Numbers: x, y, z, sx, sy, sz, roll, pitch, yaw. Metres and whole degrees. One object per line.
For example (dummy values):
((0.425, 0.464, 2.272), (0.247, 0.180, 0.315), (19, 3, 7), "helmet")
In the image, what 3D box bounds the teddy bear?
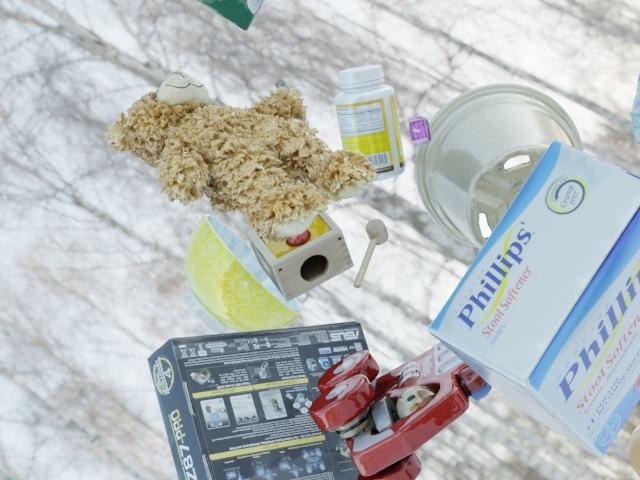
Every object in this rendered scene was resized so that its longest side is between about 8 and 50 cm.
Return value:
((-0.096, -0.110, 1.352), (0.245, 0.338, 0.113), (-25, -47, -21), "teddy bear")

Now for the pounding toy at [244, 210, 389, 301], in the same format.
((0.009, 0.002, 1.892), (0.206, 0.181, 0.094), (-28, -52, -10), "pounding toy")

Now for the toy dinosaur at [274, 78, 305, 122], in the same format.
((-0.051, -0.158, 1.915), (0.064, 0.112, 0.212), (-2, -71, -32), "toy dinosaur")

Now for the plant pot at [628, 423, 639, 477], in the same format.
((0.643, 0.359, 2.039), (0.205, 0.205, 0.188), (-43, -2, -27), "plant pot")

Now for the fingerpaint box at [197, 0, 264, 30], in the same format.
((-0.153, -0.526, 1.520), (0.163, 0.371, 0.445), (-54, 7, 40), "fingerpaint box")

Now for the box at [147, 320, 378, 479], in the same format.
((-0.058, 0.302, 1.897), (0.394, 0.318, 0.097), (-3, -25, -40), "box")

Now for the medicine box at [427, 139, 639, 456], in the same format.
((0.301, 0.075, 1.368), (0.263, 0.149, 0.289), (-56, -38, -5), "medicine box")

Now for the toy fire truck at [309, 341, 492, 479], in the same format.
((0.137, 0.238, 1.751), (0.254, 0.169, 0.302), (-32, 7, 10), "toy fire truck")

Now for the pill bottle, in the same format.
((0.093, -0.226, 2.253), (0.117, 0.117, 0.215), (-24, -71, -50), "pill bottle")

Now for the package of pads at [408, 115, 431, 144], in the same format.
((0.182, -0.200, 2.127), (0.083, 0.032, 0.050), (-27, -75, -78), "package of pads")

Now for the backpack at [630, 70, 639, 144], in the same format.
((0.426, -0.145, 1.250), (0.152, 0.182, 0.115), (14, -94, -63), "backpack")

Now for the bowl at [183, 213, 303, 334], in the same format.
((-0.188, 0.100, 2.400), (0.156, 0.289, 0.289), (-44, -24, 5), "bowl")

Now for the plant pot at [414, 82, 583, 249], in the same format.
((0.357, -0.098, 2.137), (0.305, 0.333, 0.334), (-99, 34, -72), "plant pot")
